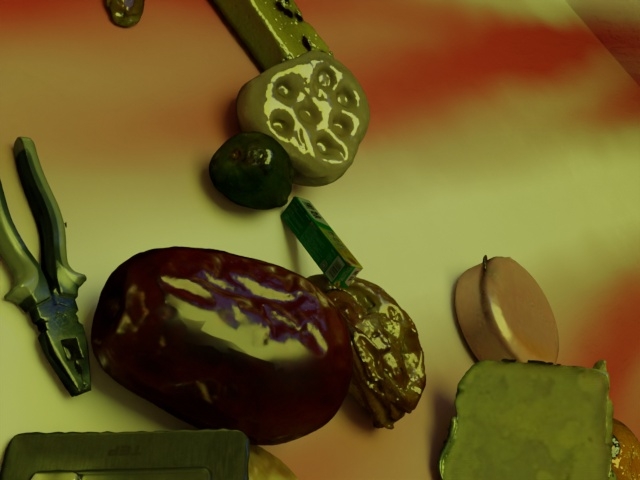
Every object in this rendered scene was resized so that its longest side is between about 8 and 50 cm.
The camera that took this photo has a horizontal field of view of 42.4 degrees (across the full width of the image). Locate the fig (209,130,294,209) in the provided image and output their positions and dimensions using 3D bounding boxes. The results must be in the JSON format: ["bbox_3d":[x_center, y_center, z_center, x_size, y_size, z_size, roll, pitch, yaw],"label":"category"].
[{"bbox_3d":[-0.085,-0.086,1.248,0.177,0.117,0.117,49,32,-49],"label":"fig"}]

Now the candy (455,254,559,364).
[{"bbox_3d":[0.359,0.145,1.597,0.255,0.094,0.255,28,47,-35],"label":"candy"}]

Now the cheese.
[{"bbox_3d":[-0.027,-0.193,1.345,0.235,0.117,0.218,-4,82,-29],"label":"cheese"}]

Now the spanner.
[{"bbox_3d":[-0.324,0.024,0.949,0.095,0.040,0.325,-6,69,-50],"label":"spanner"}]

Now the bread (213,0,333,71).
[{"bbox_3d":[-0.116,-0.423,1.459,0.361,0.077,0.138,53,38,-8],"label":"bread"}]

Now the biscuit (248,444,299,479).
[{"bbox_3d":[-0.137,0.349,0.939,0.204,0.040,0.309,45,39,-18],"label":"biscuit"}]

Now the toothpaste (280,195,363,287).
[{"bbox_3d":[0.000,0.000,1.268,0.037,0.043,0.178,14,28,-42],"label":"toothpaste"}]

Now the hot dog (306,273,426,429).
[{"bbox_3d":[0.066,0.152,1.244,0.259,0.114,0.175,52,36,-10],"label":"hot dog"}]

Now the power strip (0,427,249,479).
[{"bbox_3d":[-0.197,0.314,0.803,0.251,0.092,0.257,3,56,-6],"label":"power strip"}]

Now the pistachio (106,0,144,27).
[{"bbox_3d":[-0.302,-0.407,1.260,0.089,0.049,0.173,17,54,-41],"label":"pistachio"}]

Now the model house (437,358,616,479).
[{"bbox_3d":[0.358,0.374,1.371,0.266,0.261,0.321,49,48,-56],"label":"model house"}]

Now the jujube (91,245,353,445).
[{"bbox_3d":[-0.109,0.124,0.993,0.318,0.223,0.223,24,49,-32],"label":"jujube"}]

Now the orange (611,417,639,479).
[{"bbox_3d":[0.522,0.416,1.550,0.177,0.155,0.177,19,55,-30],"label":"orange"}]
